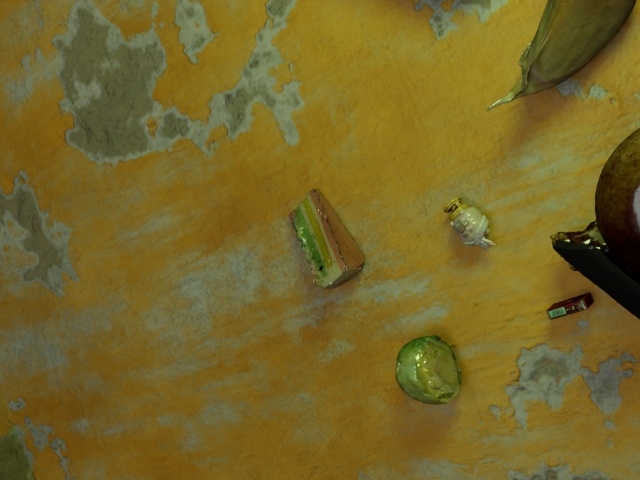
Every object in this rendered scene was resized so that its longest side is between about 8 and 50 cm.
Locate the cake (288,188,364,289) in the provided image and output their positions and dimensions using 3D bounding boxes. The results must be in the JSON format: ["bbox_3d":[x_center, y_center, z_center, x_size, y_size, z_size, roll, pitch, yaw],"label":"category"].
[{"bbox_3d":[0.015,0.000,2.015,0.109,0.090,0.225,-42,61,36],"label":"cake"}]

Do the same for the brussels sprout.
[{"bbox_3d":[0.225,0.290,1.902,0.122,0.149,0.151,-33,69,51],"label":"brussels sprout"}]

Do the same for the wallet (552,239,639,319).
[{"bbox_3d":[0.520,0.078,1.513,0.244,0.124,0.025,36,81,-15],"label":"wallet"}]

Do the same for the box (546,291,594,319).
[{"bbox_3d":[0.496,0.131,1.733,0.082,0.051,0.023,-24,91,36],"label":"box"}]

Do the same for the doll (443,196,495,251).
[{"bbox_3d":[0.304,-0.028,1.791,0.127,0.084,0.073,52,125,19],"label":"doll"}]

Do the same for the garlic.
[{"bbox_3d":[0.424,-0.386,1.553,0.151,0.196,0.338,51,133,27],"label":"garlic"}]

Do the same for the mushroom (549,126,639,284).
[{"bbox_3d":[0.633,-0.037,1.517,0.331,0.356,0.334,38,89,12],"label":"mushroom"}]
